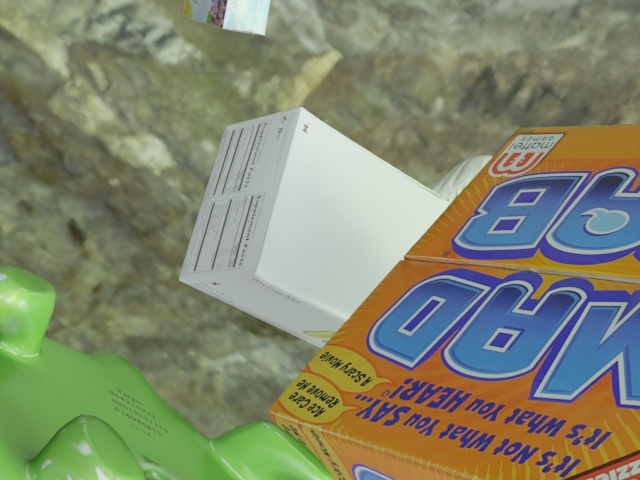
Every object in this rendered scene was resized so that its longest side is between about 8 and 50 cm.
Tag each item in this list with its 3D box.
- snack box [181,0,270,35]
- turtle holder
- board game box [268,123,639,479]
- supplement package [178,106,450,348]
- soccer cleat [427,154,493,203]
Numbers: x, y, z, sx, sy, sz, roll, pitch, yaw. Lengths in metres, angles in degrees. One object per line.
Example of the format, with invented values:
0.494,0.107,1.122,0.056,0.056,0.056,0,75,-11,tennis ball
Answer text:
-0.127,-0.387,1.600,0.070,0.175,0.207,6,12,-23,snack box
-0.139,0.157,0.537,0.320,0.227,0.243,41,4,37,turtle holder
0.260,0.155,0.869,0.356,0.356,0.356,5,-44,53,board game box
0.000,0.000,1.338,0.262,0.204,0.145,29,-23,-36,supplement package
0.173,-0.055,1.552,0.196,0.076,0.068,-31,-86,48,soccer cleat
